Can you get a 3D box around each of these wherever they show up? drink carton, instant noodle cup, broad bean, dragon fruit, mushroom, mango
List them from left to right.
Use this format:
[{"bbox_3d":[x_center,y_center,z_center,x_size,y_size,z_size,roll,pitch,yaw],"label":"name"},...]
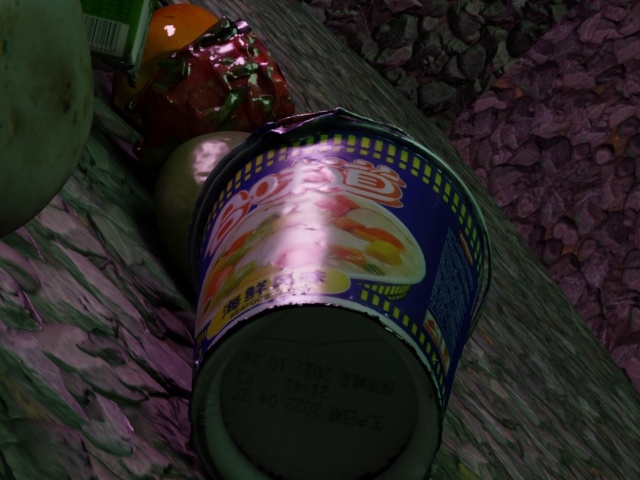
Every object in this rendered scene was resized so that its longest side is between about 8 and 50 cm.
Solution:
[{"bbox_3d":[-0.283,-0.116,1.236,0.243,0.243,0.243,44,11,-11],"label":"mushroom"},{"bbox_3d":[-0.212,-0.302,1.847,0.108,0.271,0.161,14,-2,-4],"label":"drink carton"},{"bbox_3d":[-0.153,-0.193,2.100,0.187,0.138,0.257,55,14,-19],"label":"mango"},{"bbox_3d":[-0.124,-0.139,1.880,0.166,0.172,0.160,48,-11,51],"label":"dragon fruit"},{"bbox_3d":[-0.036,0.011,1.749,0.291,0.119,0.238,46,41,7],"label":"broad bean"},{"bbox_3d":[0.005,0.074,1.469,0.284,0.284,0.312,44,19,-13],"label":"instant noodle cup"}]

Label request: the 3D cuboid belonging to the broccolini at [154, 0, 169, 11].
[{"bbox_3d":[-0.234,-0.316,2.524,0.201,0.058,0.074,59,21,-18],"label":"broccolini"}]
